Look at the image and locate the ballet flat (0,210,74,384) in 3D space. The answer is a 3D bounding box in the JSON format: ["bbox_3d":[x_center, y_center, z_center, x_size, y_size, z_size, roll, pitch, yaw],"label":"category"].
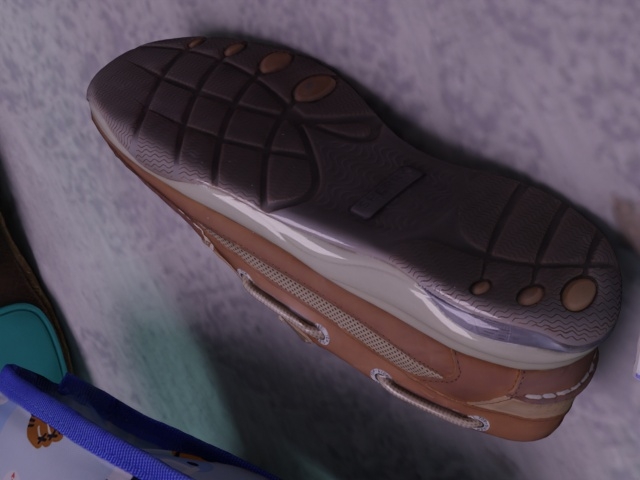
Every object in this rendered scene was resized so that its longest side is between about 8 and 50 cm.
[{"bbox_3d":[-0.267,0.042,1.173,0.124,0.116,0.342,23,135,65],"label":"ballet flat"}]

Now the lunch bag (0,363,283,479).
[{"bbox_3d":[-0.116,0.278,0.949,0.385,0.328,0.239,20,174,34],"label":"lunch bag"}]

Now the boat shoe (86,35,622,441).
[{"bbox_3d":[0.000,0.000,0.815,0.324,0.123,0.116,34,139,32],"label":"boat shoe"}]

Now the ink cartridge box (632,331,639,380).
[{"bbox_3d":[0.226,0.008,0.619,0.206,0.045,0.208,28,133,34],"label":"ink cartridge box"}]
